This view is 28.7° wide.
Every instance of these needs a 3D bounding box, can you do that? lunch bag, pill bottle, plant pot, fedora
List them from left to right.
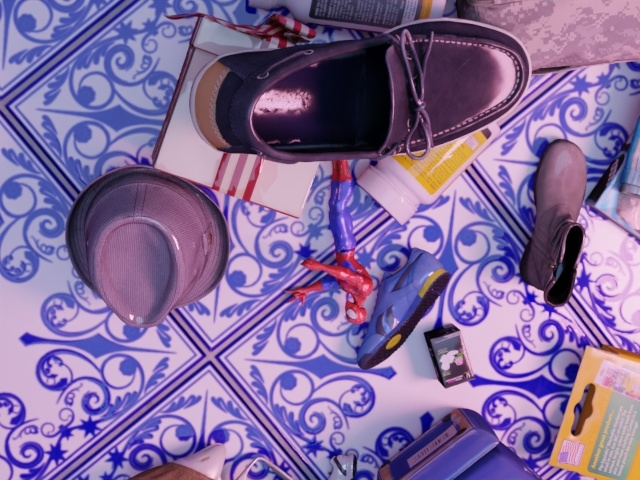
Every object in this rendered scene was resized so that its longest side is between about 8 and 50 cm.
[{"bbox_3d":[-0.255,0.029,1.813,0.243,0.124,0.275,8,124,-5],"label":"fedora"},{"bbox_3d":[0.040,-0.388,1.824,0.278,0.162,0.162,7,97,-6],"label":"pill bottle"},{"bbox_3d":[0.160,-0.130,1.888,0.119,0.119,0.208,44,91,-8],"label":"pill bottle"},{"bbox_3d":[0.220,0.397,1.908,0.236,0.236,0.212,-38,93,1],"label":"plant pot"},{"bbox_3d":[0.339,-0.362,1.830,0.305,0.212,0.256,-10,115,-1],"label":"lunch bag"}]

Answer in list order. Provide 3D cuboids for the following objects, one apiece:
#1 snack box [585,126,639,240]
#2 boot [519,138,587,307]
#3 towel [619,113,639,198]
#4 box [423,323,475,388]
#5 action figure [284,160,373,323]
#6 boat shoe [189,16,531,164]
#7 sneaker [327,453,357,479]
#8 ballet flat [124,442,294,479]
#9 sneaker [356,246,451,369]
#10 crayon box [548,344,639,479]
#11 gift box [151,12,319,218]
[{"bbox_3d":[0.583,-0.139,1.952,0.187,0.060,0.322,33,93,-9],"label":"snack box"},{"bbox_3d":[0.373,-0.027,1.897,0.083,0.161,0.247,10,96,-6],"label":"boot"},{"bbox_3d":[0.628,-0.210,1.897,0.271,0.040,0.370,17,95,-8],"label":"towel"},{"bbox_3d":[0.201,0.180,1.959,0.052,0.062,0.083,-17,98,-4],"label":"box"},{"bbox_3d":[0.000,0.000,1.907,0.139,0.091,0.280,-15,97,-9],"label":"action figure"},{"bbox_3d":[0.080,-0.188,1.642,0.500,0.156,0.187,-9,109,-26],"label":"boat shoe"},{"bbox_3d":[0.034,0.391,1.988,0.043,0.040,0.109,2,94,11],"label":"sneaker"},{"bbox_3d":[-0.132,0.389,1.943,0.342,0.116,0.124,20,75,-7],"label":"ballet flat"},{"bbox_3d":[0.113,0.105,1.950,0.082,0.069,0.209,41,103,24],"label":"sneaker"},{"bbox_3d":[0.531,0.294,1.992,0.322,0.083,0.203,16,95,-7],"label":"crayon box"},{"bbox_3d":[-0.114,-0.203,1.787,0.276,0.255,0.258,20,96,-15],"label":"gift box"}]
